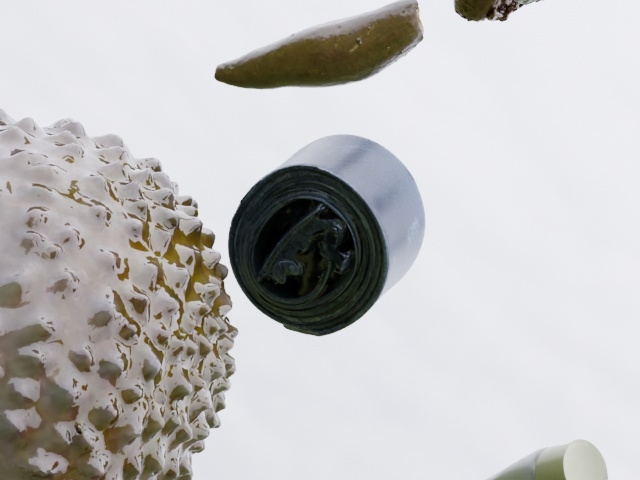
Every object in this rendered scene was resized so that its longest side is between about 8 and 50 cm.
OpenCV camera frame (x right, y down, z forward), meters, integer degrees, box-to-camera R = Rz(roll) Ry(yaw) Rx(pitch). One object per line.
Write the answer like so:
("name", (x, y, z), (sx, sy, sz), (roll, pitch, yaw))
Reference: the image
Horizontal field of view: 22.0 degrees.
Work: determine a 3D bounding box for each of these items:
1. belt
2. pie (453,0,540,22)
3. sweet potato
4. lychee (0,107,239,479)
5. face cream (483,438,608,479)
("belt", (0.000, 0.000, 1.371), (0.141, 0.082, 0.190), (49, -44, 3))
("pie", (0.255, -0.357, 1.759), (0.274, 0.257, 0.105), (78, -14, -65))
("sweet potato", (0.000, -0.196, 1.782), (0.244, 0.077, 0.077), (-18, -50, 14))
("lychee", (-0.253, 0.085, 1.253), (0.380, 0.432, 0.380), (30, -49, 41))
("face cream", (0.214, 0.277, 1.837), (0.114, 0.070, 0.224), (6, -20, -38))
